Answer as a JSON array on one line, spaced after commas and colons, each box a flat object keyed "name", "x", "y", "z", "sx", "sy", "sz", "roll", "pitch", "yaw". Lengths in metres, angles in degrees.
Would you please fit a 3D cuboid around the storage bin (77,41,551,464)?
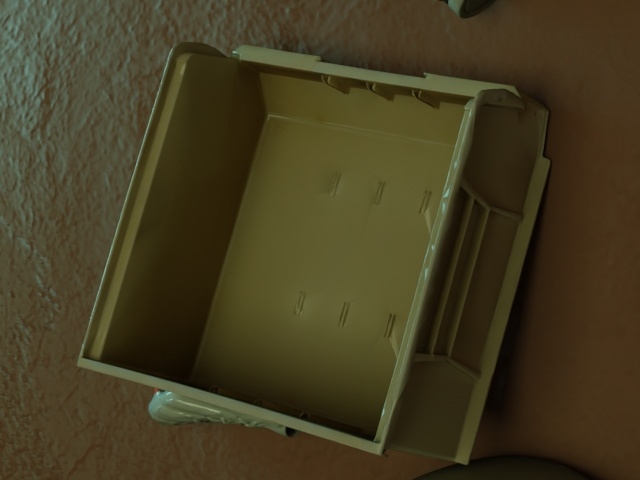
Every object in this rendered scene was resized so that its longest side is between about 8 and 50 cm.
[{"name": "storage bin", "x": 0.000, "y": 0.000, "z": 1.366, "sx": 0.262, "sy": 0.123, "sz": 0.260, "roll": 12, "pitch": 84, "yaw": 36}]

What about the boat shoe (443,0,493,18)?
[{"name": "boat shoe", "x": 0.126, "y": -0.246, "z": 1.309, "sx": 0.065, "sy": 0.075, "sz": 0.206, "roll": 44, "pitch": 123, "yaw": 21}]

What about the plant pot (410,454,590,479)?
[{"name": "plant pot", "x": 0.073, "y": 0.288, "z": 1.301, "sx": 0.284, "sy": 0.191, "sz": 0.284, "roll": -3, "pitch": 86, "yaw": 44}]

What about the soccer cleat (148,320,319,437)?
[{"name": "soccer cleat", "x": -0.051, "y": 0.119, "z": 1.487, "sx": 0.196, "sy": 0.068, "sz": 0.076, "roll": -22, "pitch": 84, "yaw": 33}]
